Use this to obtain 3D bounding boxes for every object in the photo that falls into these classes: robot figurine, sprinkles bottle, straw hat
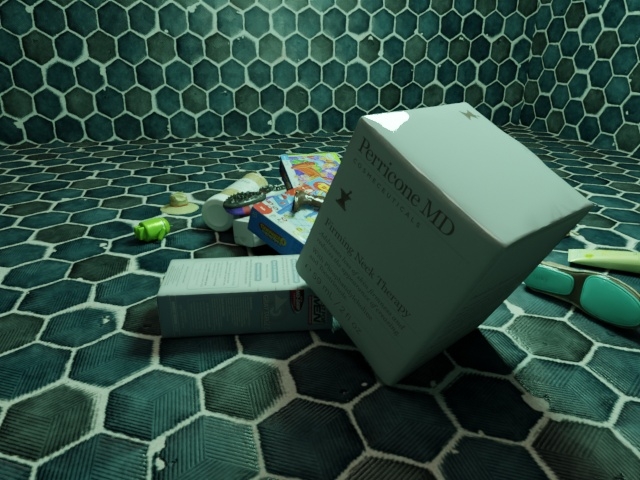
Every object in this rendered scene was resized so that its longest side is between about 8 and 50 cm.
[{"bbox_3d":[-0.536,-0.036,1.567,0.101,0.067,0.115,14,25,40],"label":"robot figurine"},{"bbox_3d":[-0.298,-0.147,1.772,0.121,0.121,0.355,6,23,13],"label":"sprinkles bottle"},{"bbox_3d":[-0.536,-0.149,1.850,0.144,0.061,0.144,0,22,0],"label":"straw hat"}]

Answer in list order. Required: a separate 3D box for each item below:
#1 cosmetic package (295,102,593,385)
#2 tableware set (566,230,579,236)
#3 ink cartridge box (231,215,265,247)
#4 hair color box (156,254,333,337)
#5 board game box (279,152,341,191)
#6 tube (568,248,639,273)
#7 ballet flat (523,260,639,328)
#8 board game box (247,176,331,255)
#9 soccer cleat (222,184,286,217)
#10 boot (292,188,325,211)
[{"bbox_3d":[0.212,-0.004,0.953,0.327,0.394,0.329,-18,56,-39],"label":"cosmetic package"},{"bbox_3d":[0.780,-0.062,1.699,0.128,0.039,0.194,-7,24,-18],"label":"tableware set"},{"bbox_3d":[-0.163,-0.042,1.546,0.190,0.082,0.139,-13,13,-34],"label":"ink cartridge box"},{"bbox_3d":[-0.167,0.122,1.136,0.374,0.114,0.185,-3,23,-6],"label":"hair color box"},{"bbox_3d":[-0.007,-0.208,1.853,0.233,0.078,0.347,-6,41,-16],"label":"board game box"},{"bbox_3d":[0.840,0.056,1.397,0.240,0.062,0.070,7,-18,27],"label":"tube"},{"bbox_3d":[0.651,0.117,1.192,0.106,0.108,0.316,1,19,-35],"label":"ballet flat"},{"bbox_3d":[0.006,-0.037,1.413,0.308,0.086,0.301,35,41,24],"label":"board game box"},{"bbox_3d":[-0.212,-0.112,1.651,0.108,0.117,0.318,8,17,23],"label":"soccer cleat"},{"bbox_3d":[-0.020,-0.104,1.390,0.114,0.037,0.106,17,39,-6],"label":"boot"}]
